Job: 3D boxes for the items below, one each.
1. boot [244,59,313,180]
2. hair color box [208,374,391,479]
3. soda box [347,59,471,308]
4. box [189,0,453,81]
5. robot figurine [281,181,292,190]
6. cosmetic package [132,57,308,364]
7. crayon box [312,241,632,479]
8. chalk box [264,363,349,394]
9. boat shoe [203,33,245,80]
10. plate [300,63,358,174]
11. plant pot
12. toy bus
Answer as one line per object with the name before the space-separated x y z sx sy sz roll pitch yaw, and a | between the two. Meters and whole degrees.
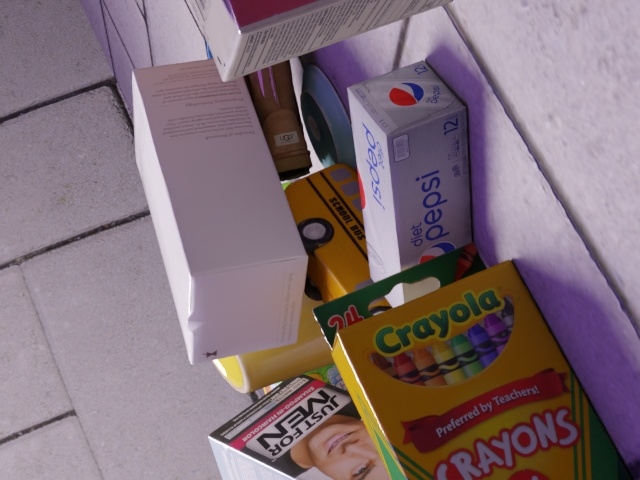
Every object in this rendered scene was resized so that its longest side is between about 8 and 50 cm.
boot | -0.075 -0.219 1.659 0.236 0.089 0.269 163 96 -74
hair color box | 0.038 0.318 1.628 0.374 0.185 0.113 16 129 45
soda box | 0.100 -0.044 1.264 0.286 0.091 0.098 81 163 -45
box | 0.006 -0.244 0.988 0.148 0.232 0.127 140 108 -77
robot figurine | -0.061 -0.052 1.980 0.101 0.067 0.115 60 166 24
cosmetic package | -0.143 -0.046 1.555 0.197 0.155 0.365 100 155 -52
crayon box | 0.145 0.158 1.168 0.318 0.202 0.081 63 166 19
chalk box | 0.008 0.235 1.926 0.180 0.179 0.289 -154 44 -71
boat shoe | -0.130 -0.334 1.772 0.089 0.109 0.258 -170 74 -84
plate | 0.008 -0.151 1.628 0.188 0.024 0.188 61 166 27
plant pot | -0.051 0.093 1.707 0.254 0.239 0.254 49 156 30
toy bus | 0.061 0.048 1.474 0.332 0.130 0.108 53 160 42
